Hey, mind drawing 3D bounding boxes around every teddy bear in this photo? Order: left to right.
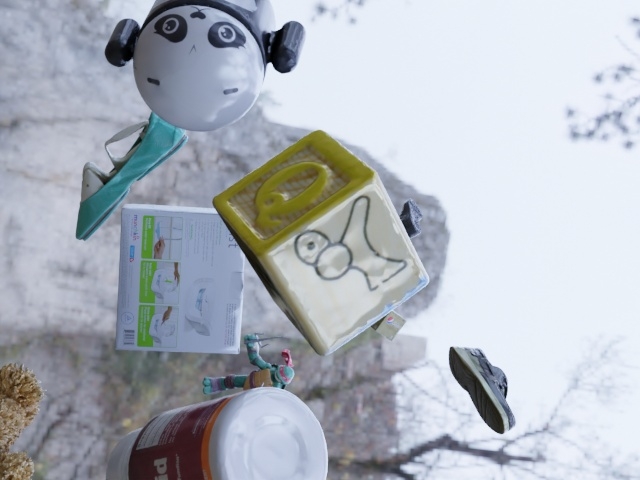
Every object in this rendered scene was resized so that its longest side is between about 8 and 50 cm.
[{"bbox_3d":[-0.517,0.315,1.552,0.338,0.245,0.113,-56,166,-17],"label":"teddy bear"}]

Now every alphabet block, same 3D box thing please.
[{"bbox_3d":[0.000,0.000,1.492,0.193,0.192,0.197,42,-16,55],"label":"alphabet block"}]

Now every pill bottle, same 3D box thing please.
[{"bbox_3d":[-0.190,0.386,1.875,0.392,0.224,0.224,-23,-121,48],"label":"pill bottle"}]

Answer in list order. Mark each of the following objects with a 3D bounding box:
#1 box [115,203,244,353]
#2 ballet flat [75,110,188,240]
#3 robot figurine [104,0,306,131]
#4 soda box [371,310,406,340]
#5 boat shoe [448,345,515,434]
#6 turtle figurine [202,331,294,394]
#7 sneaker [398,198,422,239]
[{"bbox_3d":[-0.258,0.069,2.050,0.127,0.231,0.262,-140,-128,-79],"label":"box"},{"bbox_3d":[-0.318,-0.110,1.727,0.247,0.087,0.083,-44,-162,8],"label":"ballet flat"},{"bbox_3d":[-0.148,-0.259,1.439,0.209,0.173,0.278,-33,-155,23],"label":"robot figurine"},{"bbox_3d":[0.107,0.149,2.433,0.058,0.061,0.181,-53,-140,1],"label":"soda box"},{"bbox_3d":[0.299,0.255,1.962,0.223,0.073,0.080,-124,-156,-56],"label":"boat shoe"},{"bbox_3d":[-0.137,0.300,2.301,0.234,0.118,0.175,-30,-129,30],"label":"turtle figurine"},{"bbox_3d":[0.163,-0.024,2.291,0.089,0.051,0.170,-35,-163,19],"label":"sneaker"}]
